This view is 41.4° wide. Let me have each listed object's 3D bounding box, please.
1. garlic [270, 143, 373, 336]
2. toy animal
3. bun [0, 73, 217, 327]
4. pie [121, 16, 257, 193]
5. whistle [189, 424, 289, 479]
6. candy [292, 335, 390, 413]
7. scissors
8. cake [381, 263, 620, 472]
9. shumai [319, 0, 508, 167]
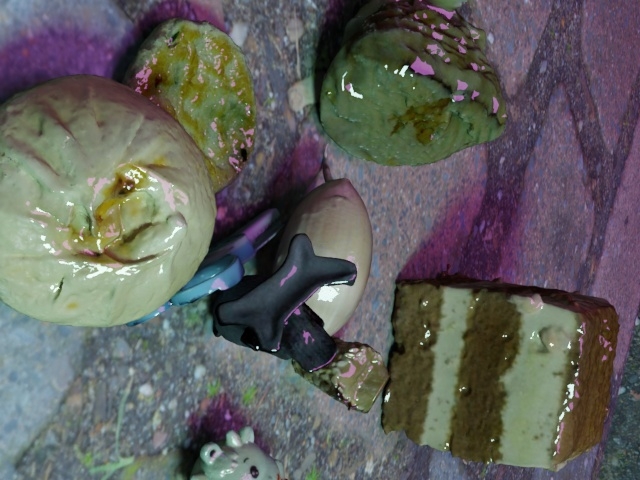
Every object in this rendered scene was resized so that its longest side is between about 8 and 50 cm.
[{"bbox_3d":[0.003,-0.004,0.963,0.128,0.149,0.266,34,69,-42],"label":"garlic"},{"bbox_3d":[-0.040,0.075,0.839,0.117,0.210,0.121,42,72,-5],"label":"toy animal"},{"bbox_3d":[-0.170,-0.027,0.666,0.222,0.128,0.222,-7,100,-45],"label":"bun"},{"bbox_3d":[-0.127,-0.122,0.817,0.187,0.041,0.186,-18,112,-54],"label":"pie"},{"bbox_3d":[-0.075,0.298,0.936,0.102,0.105,0.253,-27,130,-4],"label":"whistle"},{"bbox_3d":[0.024,0.161,1.049,0.085,0.110,0.095,-55,128,-22],"label":"candy"},{"bbox_3d":[-0.096,0.016,0.855,0.030,0.125,0.256,64,28,-10],"label":"scissors"},{"bbox_3d":[0.276,0.197,1.288,0.256,0.290,0.281,0,99,-56],"label":"cake"},{"bbox_3d":[0.109,-0.226,1.076,0.256,0.189,0.218,21,60,-41],"label":"shumai"}]
